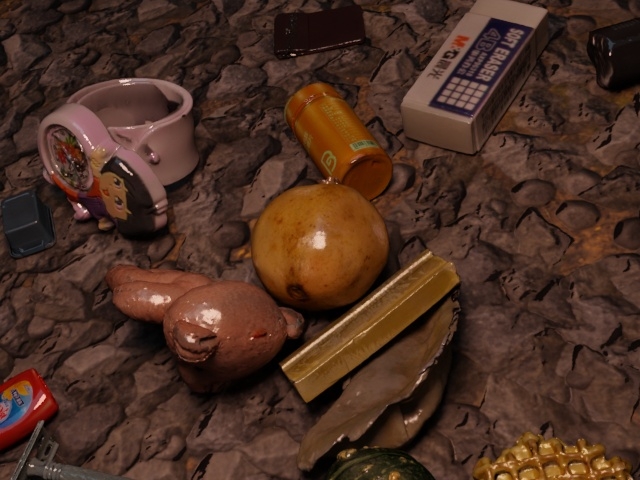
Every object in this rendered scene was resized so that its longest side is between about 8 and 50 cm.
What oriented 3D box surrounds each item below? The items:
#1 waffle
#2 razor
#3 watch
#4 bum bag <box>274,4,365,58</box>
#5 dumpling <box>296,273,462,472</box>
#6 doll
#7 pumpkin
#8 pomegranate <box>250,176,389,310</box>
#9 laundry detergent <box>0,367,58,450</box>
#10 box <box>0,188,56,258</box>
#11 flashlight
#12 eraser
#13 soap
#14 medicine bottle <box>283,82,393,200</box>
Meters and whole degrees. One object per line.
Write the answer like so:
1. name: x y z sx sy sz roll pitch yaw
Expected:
1. waffle: 0.259 0.287 1.170 0.192 0.046 0.161 17 54 27
2. razor: -0.264 0.301 1.292 0.232 0.068 0.106 10 54 14
3. watch: -0.283 -0.135 1.619 0.244 0.196 0.231 20 36 28
4. bum bag: -0.003 -0.365 1.817 0.159 0.026 0.109 -10 47 6
5. dumpling: 0.113 0.165 1.287 0.166 0.086 0.332 -8 38 53
6. doll: -0.176 0.113 1.389 0.201 0.156 0.303 -2 10 -40
7. pumpkin: 0.078 0.305 1.102 0.190 0.190 0.146 37 86 36
8. pomegranate: 0.000 0.000 1.400 0.196 0.196 0.196 -7 48 8
9. laundry detergent: -0.432 0.240 1.387 0.165 0.049 0.097 -34 43 -13
10. box: -0.454 -0.029 1.622 0.074 0.054 0.099 -19 47 -5
11. flashlight: 0.611 -0.329 1.581 0.424 0.103 0.103 -17 48 -1
12. eraser: 0.241 -0.261 1.626 0.124 0.081 0.279 19 57 27
13. soap: 0.062 0.105 1.332 0.252 0.037 0.092 -37 18 -5
14. medicine bottle: 0.026 -0.147 1.572 0.096 0.096 0.192 -26 49 -9
